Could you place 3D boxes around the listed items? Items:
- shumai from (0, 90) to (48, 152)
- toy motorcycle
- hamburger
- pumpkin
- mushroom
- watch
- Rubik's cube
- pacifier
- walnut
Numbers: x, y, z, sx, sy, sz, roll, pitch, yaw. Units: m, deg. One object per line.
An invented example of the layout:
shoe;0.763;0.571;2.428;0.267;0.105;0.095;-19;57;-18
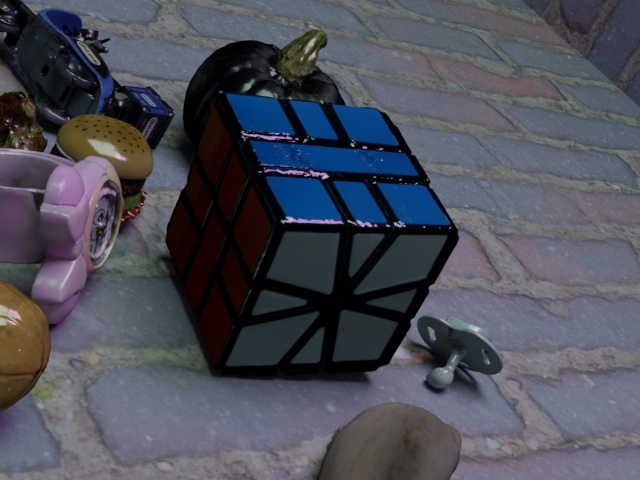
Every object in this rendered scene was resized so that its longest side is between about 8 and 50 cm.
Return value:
shumai;-0.464;-0.157;1.667;0.123;0.105;0.139;-17;4;-13
toy motorcycle;-0.418;-0.292;1.930;0.358;0.125;0.212;47;26;27
hamburger;-0.326;-0.112;1.693;0.175;0.137;0.175;21;26;-11
pumpkin;-0.080;-0.234;1.962;0.295;0.296;0.296;21;29;-13
mushroom;0.062;0.307;1.365;0.154;0.137;0.407;44;24;2
watch;-0.386;-0.025;1.486;0.217;0.211;0.248;12;20;7
Rubik's cube;-0.023;-0.006;1.593;0.288;0.294;0.283;3;43;-31
pacifier;0.201;0.179;1.746;0.150;0.127;0.117;23;62;25
walnut;-0.395;0.109;1.254;0.197;0.165;0.165;26;29;4
